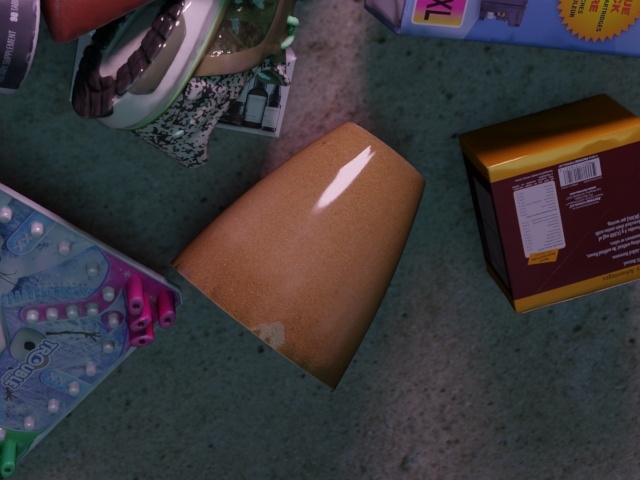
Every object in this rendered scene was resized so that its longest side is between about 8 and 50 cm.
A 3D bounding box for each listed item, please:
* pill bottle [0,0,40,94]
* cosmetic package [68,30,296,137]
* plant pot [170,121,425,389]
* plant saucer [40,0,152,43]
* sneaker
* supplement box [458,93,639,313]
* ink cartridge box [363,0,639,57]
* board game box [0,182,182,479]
[{"bbox_3d":[-0.399,-0.215,1.113,0.245,0.130,0.130,5,113,-31],"label":"pill bottle"},{"bbox_3d":[-0.155,-0.187,1.335,0.239,0.060,0.099,8,110,-12],"label":"cosmetic package"},{"bbox_3d":[0.000,0.000,1.363,0.237,0.237,0.254,39,88,-21],"label":"plant pot"},{"bbox_3d":[-0.194,-0.357,1.175,0.259,0.258,0.048,-26,159,3],"label":"plant saucer"},{"bbox_3d":[-0.081,-0.249,1.262,0.410,0.158,0.182,-51,132,-7],"label":"sneaker"},{"bbox_3d":[0.289,-0.045,1.424,0.191,0.129,0.194,-16,114,-3],"label":"supplement box"},{"bbox_3d":[0.270,-0.345,1.271,0.395,0.151,0.270,1,116,-18],"label":"ink cartridge box"},{"bbox_3d":[-0.421,0.105,1.341,0.390,0.050,0.390,33,116,-30],"label":"board game box"}]
